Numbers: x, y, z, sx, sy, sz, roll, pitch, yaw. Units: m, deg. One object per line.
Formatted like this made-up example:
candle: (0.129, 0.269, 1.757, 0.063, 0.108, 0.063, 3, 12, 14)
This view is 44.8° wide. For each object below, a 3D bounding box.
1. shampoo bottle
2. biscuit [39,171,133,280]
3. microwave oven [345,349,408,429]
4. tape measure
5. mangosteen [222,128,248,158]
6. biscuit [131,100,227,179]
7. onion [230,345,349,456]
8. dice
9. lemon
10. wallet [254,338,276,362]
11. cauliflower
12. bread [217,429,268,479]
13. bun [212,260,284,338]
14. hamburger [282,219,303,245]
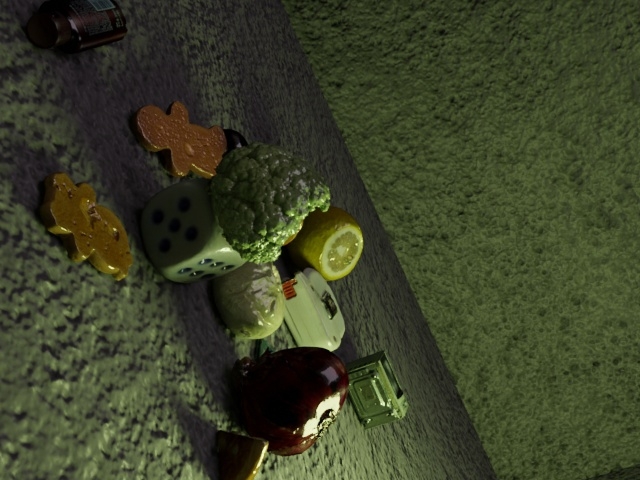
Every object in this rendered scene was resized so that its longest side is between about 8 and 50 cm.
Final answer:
shampoo bottle: (-0.545, -0.487, 1.747, 0.129, 0.084, 0.323, 60, 20, -15)
biscuit: (-0.453, -0.024, 1.517, 0.249, 0.035, 0.184, 47, 27, -49)
microwave oven: (0.174, 0.485, 2.510, 0.205, 0.163, 0.129, 65, 17, -5)
tape measure: (-0.027, 0.206, 2.334, 0.258, 0.130, 0.265, 63, 17, -5)
mangosteen: (-0.273, -0.247, 2.183, 0.151, 0.137, 0.137, -3, 70, -56)
biscuit: (-0.358, -0.253, 1.993, 0.324, 0.049, 0.205, 16, 63, -54)
onion: (-0.061, 0.362, 1.806, 0.221, 0.281, 0.281, 29, 41, -69)
dice: (-0.278, -0.020, 1.767, 0.193, 0.194, 0.192, 25, 43, -67)
lemon: (0.000, 0.000, 2.501, 0.219, 0.240, 0.240, 28, -12, 40)
wallet: (-0.140, 0.319, 2.023, 0.088, 0.026, 0.129, 55, 21, -32)
cauliflower: (-0.124, -0.078, 1.701, 0.272, 0.275, 0.250, 43, -34, 27)
bread: (-0.157, 0.450, 1.635, 0.054, 0.136, 0.154, 21, 43, -43)
bun: (-0.172, 0.130, 1.970, 0.244, 0.153, 0.244, 50, 25, -33)
hamburger: (-0.156, -0.082, 2.145, 0.163, 0.244, 0.244, -17, 84, -62)
